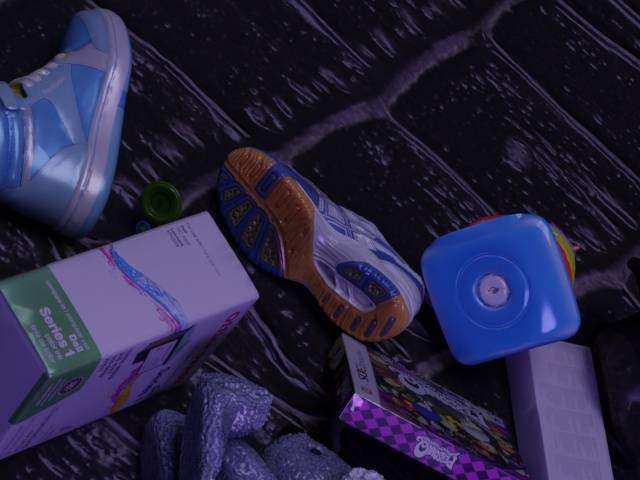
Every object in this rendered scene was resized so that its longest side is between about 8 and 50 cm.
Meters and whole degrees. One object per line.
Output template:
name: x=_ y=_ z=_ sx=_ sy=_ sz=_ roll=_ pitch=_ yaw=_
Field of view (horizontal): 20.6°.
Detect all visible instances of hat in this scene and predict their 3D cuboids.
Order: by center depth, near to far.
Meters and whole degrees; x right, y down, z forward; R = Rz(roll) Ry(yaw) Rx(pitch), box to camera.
hat: x=0.412 y=0.191 z=2.181 sx=0.134 sy=0.331 sz=0.331 roll=-26 pitch=68 yaw=1

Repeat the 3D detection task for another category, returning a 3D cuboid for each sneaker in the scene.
sneaker: x=-0.333 y=-0.167 z=2.008 sx=0.208 sy=0.127 sz=0.319 roll=18 pitch=48 yaw=-22
sneaker: x=0.000 y=0.000 z=2.126 sx=0.296 sy=0.112 sz=0.131 roll=46 pitch=27 yaw=5

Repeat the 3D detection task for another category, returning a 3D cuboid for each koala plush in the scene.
koala plush: x=-0.055 y=0.265 z=1.827 sx=0.221 sy=0.196 sz=0.203 roll=10 pitch=64 yaw=-27

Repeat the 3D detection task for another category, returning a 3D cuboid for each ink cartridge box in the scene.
ink cartridge box: x=-0.229 y=0.099 z=1.817 sx=0.278 sy=0.201 sz=0.117 roll=-20 pitch=70 yaw=-41

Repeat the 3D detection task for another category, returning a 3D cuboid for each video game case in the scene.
video game case: x=0.120 y=0.203 z=1.998 sx=0.232 sy=0.042 sz=0.210 roll=29 pitch=12 yaw=-10

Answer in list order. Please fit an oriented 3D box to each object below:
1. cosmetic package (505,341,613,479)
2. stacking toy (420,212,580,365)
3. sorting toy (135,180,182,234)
cosmetic package: x=0.291 y=0.235 z=2.142 sx=0.099 sy=0.060 sz=0.239 roll=13 pitch=51 yaw=-21
stacking toy: x=0.263 y=0.034 z=2.209 sx=0.302 sy=0.175 sz=0.165 roll=-22 pitch=93 yaw=-64
sorting toy: x=-0.179 y=-0.021 z=2.041 sx=0.042 sy=0.061 sz=0.102 roll=-36 pitch=117 yaw=-72
